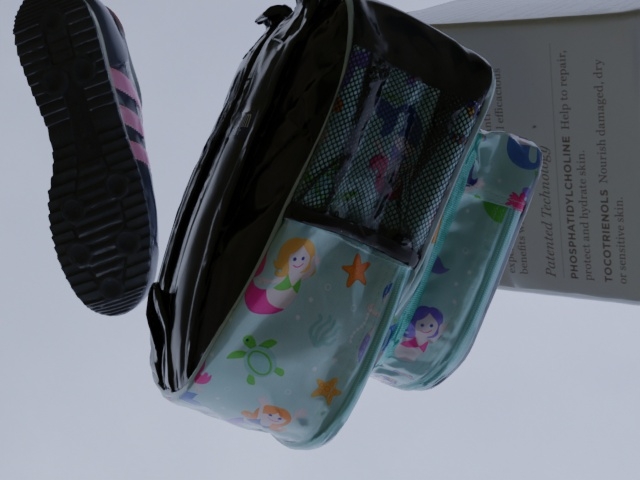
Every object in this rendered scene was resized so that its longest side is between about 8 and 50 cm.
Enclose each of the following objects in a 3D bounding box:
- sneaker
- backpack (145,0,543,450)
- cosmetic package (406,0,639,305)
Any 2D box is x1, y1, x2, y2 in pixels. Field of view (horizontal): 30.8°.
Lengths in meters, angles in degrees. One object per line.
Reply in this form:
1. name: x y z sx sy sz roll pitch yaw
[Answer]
1. sneaker: -0.206 -0.089 1.146 0.112 0.131 0.319 -8 -87 15
2. backpack: 0.000 0.000 0.714 0.253 0.191 0.225 -63 -164 -6
3. cosmetic package: 0.286 -0.137 1.452 0.394 0.327 0.329 5 -160 37
